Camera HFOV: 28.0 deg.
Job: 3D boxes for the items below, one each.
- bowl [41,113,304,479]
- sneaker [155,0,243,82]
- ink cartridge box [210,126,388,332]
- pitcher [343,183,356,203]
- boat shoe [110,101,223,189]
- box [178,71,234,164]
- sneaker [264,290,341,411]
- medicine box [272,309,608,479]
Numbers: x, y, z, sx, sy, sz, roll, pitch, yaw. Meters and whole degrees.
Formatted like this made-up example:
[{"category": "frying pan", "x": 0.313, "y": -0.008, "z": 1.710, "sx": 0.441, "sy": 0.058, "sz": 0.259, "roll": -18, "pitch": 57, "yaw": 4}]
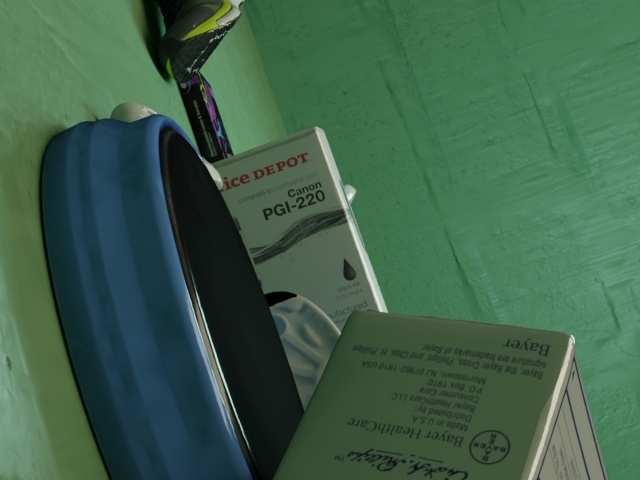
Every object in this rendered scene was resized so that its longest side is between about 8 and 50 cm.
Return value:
[{"category": "bowl", "x": -0.078, "y": 0.094, "z": 0.900, "sx": 0.391, "sy": 0.077, "sz": 0.391, "roll": -19, "pitch": 90, "yaw": -87}, {"category": "sneaker", "x": -0.165, "y": -0.288, "z": 1.551, "sx": 0.121, "sy": 0.111, "sz": 0.300, "roll": 35, "pitch": 25, "yaw": -14}, {"category": "ink cartridge box", "x": -0.037, "y": 0.013, "z": 1.291, "sx": 0.092, "sy": 0.158, "sz": 0.218, "roll": 28, "pitch": 42, "yaw": -84}, {"category": "pitcher", "x": 0.000, "y": 0.000, "z": 1.822, "sx": 0.125, "sy": 0.178, "sz": 0.207, "roll": 40, "pitch": 3, "yaw": 7}, {"category": "boat shoe", "x": -0.136, "y": -0.072, "z": 1.095, "sx": 0.184, "sy": 0.066, "sz": 0.063, "roll": 25, "pitch": 46, "yaw": -72}, {"category": "box", "x": -0.136, "y": -0.132, "z": 1.614, "sx": 0.116, "sy": 0.029, "sz": 0.162, "roll": 47, "pitch": 25, "yaw": -81}, {"category": "sneaker", "x": 0.002, "y": 0.223, "z": 1.192, "sx": 0.236, "sy": 0.130, "sz": 0.323, "roll": 93, "pitch": -25, "yaw": -73}, {"category": "medicine box", "x": 0.067, "y": 0.236, "z": 0.764, "sx": 0.289, "sy": 0.149, "sz": 0.263, "roll": -62, "pitch": 145, "yaw": -35}]
